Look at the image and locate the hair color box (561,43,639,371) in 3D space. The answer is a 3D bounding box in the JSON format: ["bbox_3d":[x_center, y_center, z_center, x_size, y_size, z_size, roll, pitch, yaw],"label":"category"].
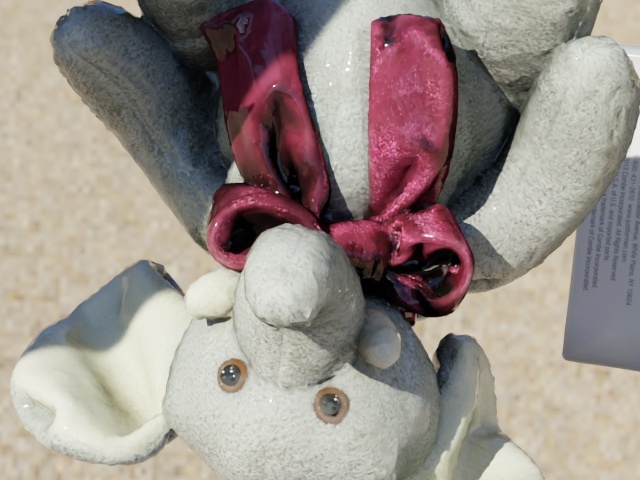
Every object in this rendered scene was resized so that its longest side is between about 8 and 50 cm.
[{"bbox_3d":[0.338,-0.003,1.125,0.374,0.185,0.113,8,8,19],"label":"hair color box"}]

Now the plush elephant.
[{"bbox_3d":[0.000,0.000,0.888,0.272,0.330,0.255,6,54,6],"label":"plush elephant"}]
